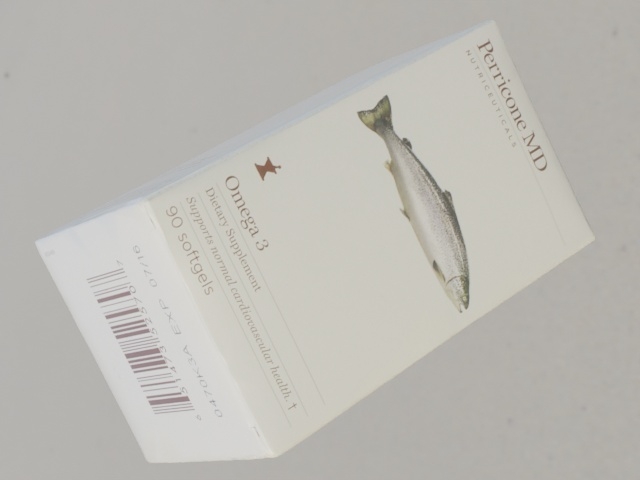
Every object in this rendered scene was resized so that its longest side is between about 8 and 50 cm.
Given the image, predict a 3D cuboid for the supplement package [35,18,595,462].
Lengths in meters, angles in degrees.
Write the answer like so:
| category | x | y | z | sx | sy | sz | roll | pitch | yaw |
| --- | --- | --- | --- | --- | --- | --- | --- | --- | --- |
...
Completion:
| category | x | y | z | sx | sy | sz | roll | pitch | yaw |
| --- | --- | --- | --- | --- | --- | --- | --- | --- | --- |
| supplement package | 0.000 | 0.000 | 0.582 | 0.105 | 0.179 | 0.105 | -16 | 102 | 57 |
